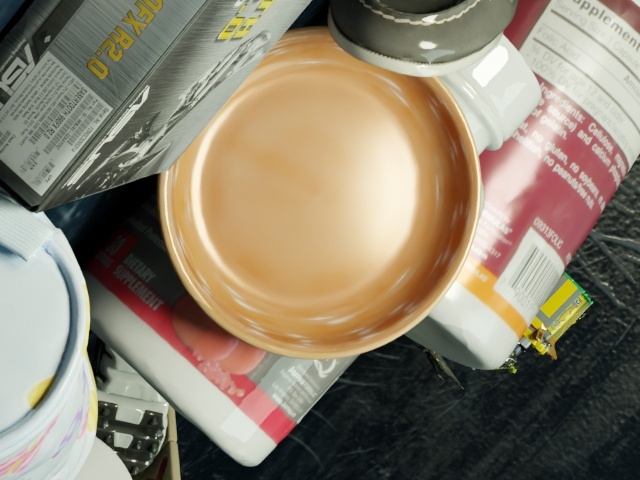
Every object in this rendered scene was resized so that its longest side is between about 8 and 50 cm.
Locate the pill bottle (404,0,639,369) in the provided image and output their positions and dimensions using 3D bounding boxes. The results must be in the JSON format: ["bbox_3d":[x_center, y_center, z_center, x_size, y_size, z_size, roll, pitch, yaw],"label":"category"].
[{"bbox_3d":[0.147,-0.117,1.414,0.392,0.224,0.224,-57,177,-8],"label":"pill bottle"}]

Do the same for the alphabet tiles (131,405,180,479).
[{"bbox_3d":[-0.214,0.255,1.611,0.342,0.011,0.285,-51,-147,34],"label":"alphabet tiles"}]

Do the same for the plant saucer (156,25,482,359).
[{"bbox_3d":[-0.002,-0.029,1.093,0.200,0.200,0.037,-48,-166,-6],"label":"plant saucer"}]

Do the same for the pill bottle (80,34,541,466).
[{"bbox_3d":[-0.004,-0.021,1.204,0.318,0.176,0.176,-48,176,-6],"label":"pill bottle"}]

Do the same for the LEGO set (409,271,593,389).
[{"bbox_3d":[0.065,0.021,1.635,0.192,0.331,0.255,-46,-164,0],"label":"LEGO set"}]

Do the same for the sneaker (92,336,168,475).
[{"bbox_3d":[-0.134,0.064,1.415,0.106,0.078,0.234,-102,-150,-59],"label":"sneaker"}]

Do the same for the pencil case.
[{"bbox_3d":[-0.156,0.060,0.814,0.124,0.113,0.273,-41,174,-12],"label":"pencil case"}]

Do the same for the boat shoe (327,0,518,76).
[{"bbox_3d":[0.089,-0.200,1.130,0.335,0.112,0.095,-50,154,-57],"label":"boat shoe"}]

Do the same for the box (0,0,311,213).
[{"bbox_3d":[-0.038,-0.121,0.753,0.231,0.056,0.183,-49,175,13],"label":"box"}]

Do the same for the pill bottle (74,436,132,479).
[{"bbox_3d":[-0.248,0.263,1.430,0.161,0.161,0.283,-45,175,-38],"label":"pill bottle"}]
